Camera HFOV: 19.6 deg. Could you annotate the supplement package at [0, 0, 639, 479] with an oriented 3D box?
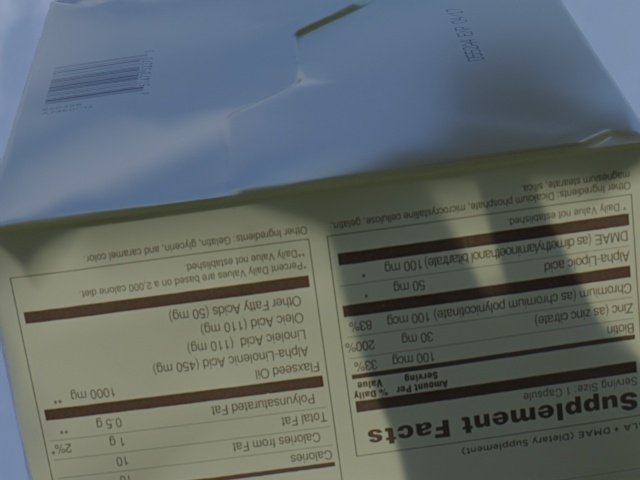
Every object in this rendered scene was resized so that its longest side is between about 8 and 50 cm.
[{"bbox_3d":[0.000,0.000,0.677,0.204,0.262,0.145,-8,-68,0],"label":"supplement package"}]
